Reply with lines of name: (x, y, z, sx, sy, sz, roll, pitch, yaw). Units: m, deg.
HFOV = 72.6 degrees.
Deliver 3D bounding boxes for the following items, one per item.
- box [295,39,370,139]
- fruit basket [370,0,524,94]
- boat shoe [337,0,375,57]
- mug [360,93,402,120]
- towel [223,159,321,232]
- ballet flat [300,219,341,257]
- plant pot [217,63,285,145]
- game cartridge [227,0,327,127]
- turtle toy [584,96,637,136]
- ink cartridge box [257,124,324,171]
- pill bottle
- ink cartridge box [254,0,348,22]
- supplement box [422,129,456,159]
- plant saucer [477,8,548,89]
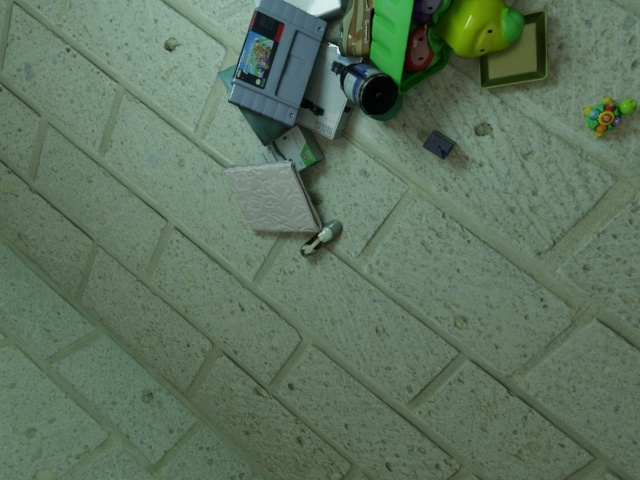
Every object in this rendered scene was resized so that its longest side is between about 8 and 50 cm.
box: (0.038, -0.518, 1.516, 0.169, 0.087, 0.290, 29, 117, 12)
fruit basket: (0.344, -0.598, 1.203, 0.392, 0.283, 0.392, 41, 155, 24)
boat shoe: (0.146, -0.728, 1.357, 0.119, 0.122, 0.324, 14, 96, 13)
mug: (0.209, -0.476, 1.442, 0.129, 0.097, 0.158, 7, 89, 50)
towel: (-0.185, -0.160, 1.689, 0.331, 0.053, 0.317, 2, 130, 31)
ballet flat: (0.000, 0.000, 1.722, 0.213, 0.068, 0.072, -41, 89, 29)
plant pot: (-0.197, -0.508, 1.538, 0.196, 0.293, 0.293, -32, 93, 2)
game cartridge: (-0.138, -0.569, 1.384, 0.230, 0.068, 0.355, 18, 92, -22)
turtle toy: (0.822, -0.357, 1.236, 0.130, 0.066, 0.095, -28, 95, 29)
ink cartridge box: (-0.114, -0.324, 1.650, 0.208, 0.087, 0.153, -26, 96, 30)
pill bottle: (0.138, -0.473, 1.338, 0.122, 0.219, 0.123, -10, 125, -14)
ink cartridge box: (-0.087, -0.906, 1.453, 0.308, 0.091, 0.385, -7, 96, 26)
supplement box: (0.391, -0.315, 1.431, 0.083, 0.083, 0.056, 35, 118, 9)
plant saucer: (0.567, -0.560, 1.292, 0.188, 0.045, 0.188, -2, 107, 25)
